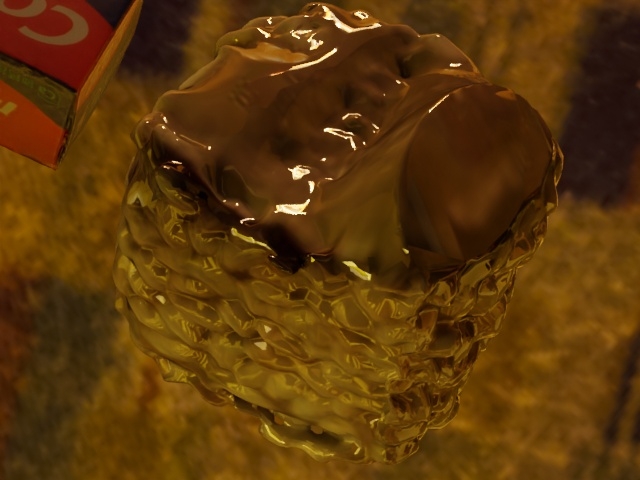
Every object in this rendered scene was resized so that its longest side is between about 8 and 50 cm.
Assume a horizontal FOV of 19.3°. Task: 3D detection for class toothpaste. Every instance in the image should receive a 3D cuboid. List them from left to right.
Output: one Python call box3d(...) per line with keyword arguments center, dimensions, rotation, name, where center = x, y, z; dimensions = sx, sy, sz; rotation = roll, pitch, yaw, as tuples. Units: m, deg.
box3d(center=(-0.237, -0.139, 0.809), dimensions=(0.320, 0.076, 0.066), rotation=(25, 144, -1), name="toothpaste")

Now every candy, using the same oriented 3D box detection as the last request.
box3d(center=(0.000, 0.000, 0.442), dimensions=(0.085, 0.095, 0.110), rotation=(-43, 156, -36), name="candy")
